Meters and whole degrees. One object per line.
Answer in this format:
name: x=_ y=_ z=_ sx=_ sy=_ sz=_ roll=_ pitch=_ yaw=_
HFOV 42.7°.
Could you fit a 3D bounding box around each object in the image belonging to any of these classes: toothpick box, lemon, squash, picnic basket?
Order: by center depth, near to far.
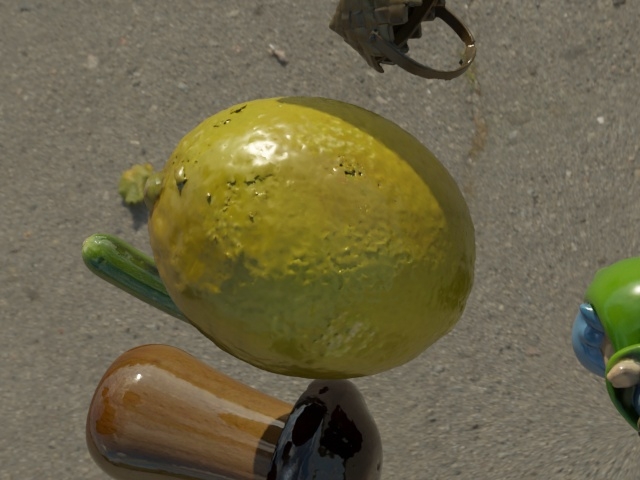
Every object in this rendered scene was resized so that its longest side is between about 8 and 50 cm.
lemon: x=-0.004 y=-0.001 z=0.670 sx=0.263 sy=0.236 sz=0.236 roll=-9 pitch=72 yaw=-16
toothpick box: x=-0.083 y=0.210 z=0.849 sx=0.294 sy=0.192 sz=0.192 roll=14 pitch=84 yaw=19
picnic basket: x=0.111 y=-0.265 z=1.016 sx=0.178 sy=0.138 sz=0.128 roll=41 pitch=57 yaw=5
squash: x=-0.246 y=0.061 z=1.204 sx=0.229 sy=0.066 sz=0.066 roll=30 pitch=90 yaw=-17

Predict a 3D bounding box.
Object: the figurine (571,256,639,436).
figurine: x=0.320 y=0.107 z=0.762 sx=0.162 sy=0.263 sz=0.143 roll=25 pitch=113 yaw=2
